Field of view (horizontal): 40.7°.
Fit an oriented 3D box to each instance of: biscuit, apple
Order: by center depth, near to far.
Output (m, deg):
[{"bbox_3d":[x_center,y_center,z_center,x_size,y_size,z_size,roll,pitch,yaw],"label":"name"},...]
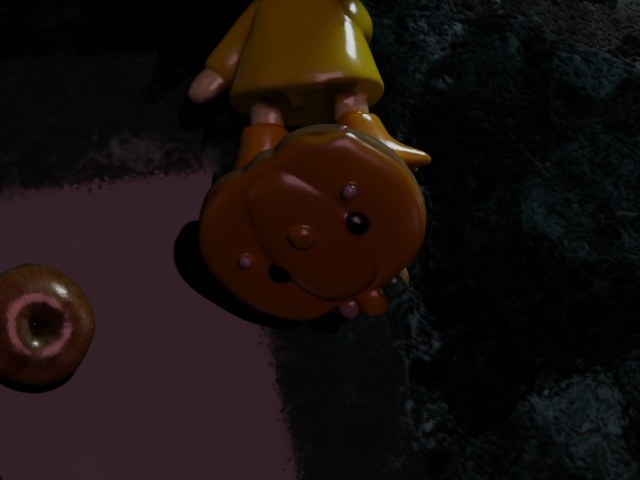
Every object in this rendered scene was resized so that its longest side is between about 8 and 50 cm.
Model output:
[{"bbox_3d":[-0.197,0.057,0.591,0.084,0.071,0.084,2,84,-20],"label":"apple"},{"bbox_3d":[0.000,0.002,0.632,0.170,0.170,0.050,22,30,-13],"label":"biscuit"}]

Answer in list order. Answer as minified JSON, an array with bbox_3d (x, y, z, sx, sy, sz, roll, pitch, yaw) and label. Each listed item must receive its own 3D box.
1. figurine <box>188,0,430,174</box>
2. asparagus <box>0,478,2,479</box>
[{"bbox_3d":[-0.007,-0.215,0.677,0.215,0.187,0.344,-4,84,-8],"label":"figurine"},{"bbox_3d":[-0.227,0.156,0.580,0.248,0.025,0.024,52,24,-1],"label":"asparagus"}]
